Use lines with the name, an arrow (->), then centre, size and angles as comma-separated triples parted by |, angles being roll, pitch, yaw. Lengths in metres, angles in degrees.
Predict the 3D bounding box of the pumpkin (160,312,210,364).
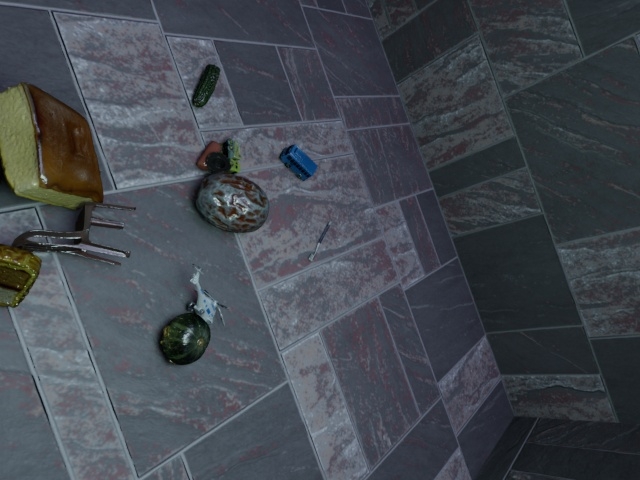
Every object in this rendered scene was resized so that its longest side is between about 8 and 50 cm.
pumpkin -> -0.495, 0.362, 1.559 | 0.190, 0.146, 0.191 | -8, 90, -73

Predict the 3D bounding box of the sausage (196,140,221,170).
sausage -> -0.489, -0.375, 1.863 | 0.062, 0.062, 0.154 | 39, 54, -27

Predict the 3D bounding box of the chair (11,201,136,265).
chair -> -0.804, -0.032, 1.387 | 0.326, 0.175, 0.183 | 13, 61, -38

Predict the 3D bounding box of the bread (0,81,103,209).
bread -> -0.843, -0.279, 1.339 | 0.143, 0.333, 0.324 | -14, 87, 0

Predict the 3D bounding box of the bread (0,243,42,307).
bread -> -0.950, 0.088, 1.218 | 0.222, 0.182, 0.096 | 25, 17, -34

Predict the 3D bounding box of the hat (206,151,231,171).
hat -> -0.442, -0.327, 1.828 | 0.121, 0.050, 0.121 | 18, 49, -22

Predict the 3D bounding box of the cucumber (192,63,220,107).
cucumber -> -0.522, -0.708, 1.939 | 0.077, 0.077, 0.266 | 28, 61, -34

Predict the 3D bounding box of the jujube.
jujube -> -0.377, -0.161, 1.791 | 0.307, 0.215, 0.247 | 7, 75, -36

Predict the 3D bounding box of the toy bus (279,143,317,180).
toy bus -> -0.113, -0.408, 2.192 | 0.184, 0.106, 0.090 | 41, 55, -26

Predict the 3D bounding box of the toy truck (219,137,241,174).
toy truck -> -0.407, -0.380, 1.935 | 0.100, 0.077, 0.169 | 20, 59, -52

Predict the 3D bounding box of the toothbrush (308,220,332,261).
toothbrush -> 0.000, 0.000, 2.222 | 0.026, 0.024, 0.288 | 36, 54, -12

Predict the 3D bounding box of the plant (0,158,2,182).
plant -> -1.035, -0.249, 1.215 | 0.213, 0.215, 0.313 | 15, 64, -39

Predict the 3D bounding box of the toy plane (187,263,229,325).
toy plane -> -0.445, 0.230, 1.610 | 0.182, 0.273, 0.107 | 36, 55, 16
